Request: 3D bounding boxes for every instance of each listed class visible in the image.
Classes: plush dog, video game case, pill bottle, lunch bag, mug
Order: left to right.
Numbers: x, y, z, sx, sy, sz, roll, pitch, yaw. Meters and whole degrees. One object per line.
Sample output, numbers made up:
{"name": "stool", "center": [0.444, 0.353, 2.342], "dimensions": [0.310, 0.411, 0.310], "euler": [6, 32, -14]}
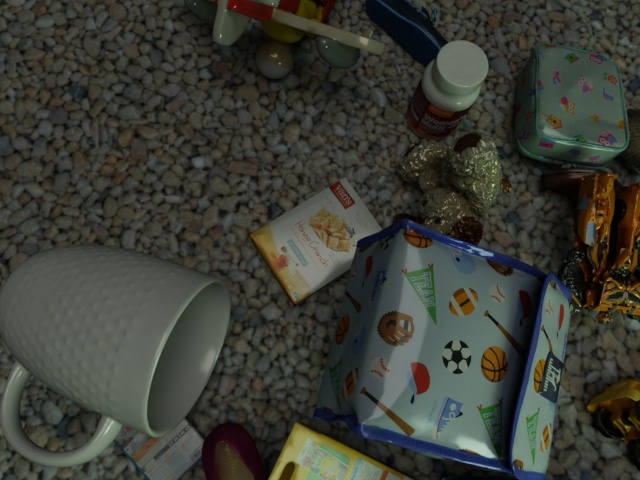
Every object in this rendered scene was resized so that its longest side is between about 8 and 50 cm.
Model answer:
{"name": "mug", "center": [-0.382, 0.187, 0.880], "dimensions": [0.328, 0.276, 0.374], "euler": [18, 67, 11]}
{"name": "video game case", "center": [-0.305, 0.370, 0.969], "dimensions": [0.119, 0.015, 0.166], "euler": [-42, 89, -13]}
{"name": "pill bottle", "center": [0.260, -0.306, 1.076], "dimensions": [0.121, 0.221, 0.121], "euler": [1, 76, -3]}
{"name": "plush dog", "center": [0.266, -0.072, 1.038], "dimensions": [0.210, 0.262, 0.225], "euler": [30, 83, -23]}
{"name": "lunch bag", "center": [0.230, 0.184, 0.831], "dimensions": [0.385, 0.239, 0.328], "euler": [21, 75, -15]}
{"name": "lunch bag", "center": [0.552, -0.287, 1.134], "dimensions": [0.224, 0.108, 0.279], "euler": [11, 67, -3]}

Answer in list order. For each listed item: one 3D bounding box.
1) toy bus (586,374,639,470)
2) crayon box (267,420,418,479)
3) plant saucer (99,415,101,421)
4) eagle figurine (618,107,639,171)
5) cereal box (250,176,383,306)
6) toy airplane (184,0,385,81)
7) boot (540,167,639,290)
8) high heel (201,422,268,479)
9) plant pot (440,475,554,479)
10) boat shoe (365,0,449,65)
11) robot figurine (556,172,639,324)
{"name": "toy bus", "center": [0.671, 0.327, 0.998], "dimensions": [0.220, 0.149, 0.211], "euler": [43, 64, 9]}
{"name": "crayon box", "center": [0.015, 0.447, 0.870], "dimensions": [0.323, 0.083, 0.203], "euler": [36, 71, -27]}
{"name": "plant saucer", "center": [-0.377, 0.332, 0.985], "dimensions": [0.083, 0.015, 0.083], "euler": [1, 76, -5]}
{"name": "eagle figurine", "center": [0.800, -0.204, 1.111], "dimensions": [0.226, 0.225, 0.298], "euler": [-38, 92, -1]}
{"name": "cereal box", "center": [0.000, 0.000, 1.073], "dimensions": [0.240, 0.047, 0.173], "euler": [-33, 81, -11]}
{"name": "toy airplane", "center": [-0.098, -0.457, 1.066], "dimensions": [0.384, 0.272, 0.386], "euler": [-6, 43, -18]}
{"name": "boot", "center": [0.580, 0.000, 1.110], "dimensions": [0.264, 0.096, 0.281], "euler": [16, 84, -7]}
{"name": "high heel", "center": [-0.115, 0.499, 0.875], "dimensions": [0.127, 0.181, 0.377], "euler": [-24, 79, -9]}
{"name": "plant pot", "center": [0.326, 0.524, 0.882], "dimensions": [0.235, 0.212, 0.236], "euler": [2, 75, -3]}
{"name": "boat shoe", "center": [0.218, -0.504, 1.183], "dimensions": [0.089, 0.109, 0.258], "euler": [-42, 84, -15]}
{"name": "robot figurine", "center": [0.578, 0.021, 1.017], "dimensions": [0.211, 0.085, 0.291], "euler": [7, 86, -9]}
